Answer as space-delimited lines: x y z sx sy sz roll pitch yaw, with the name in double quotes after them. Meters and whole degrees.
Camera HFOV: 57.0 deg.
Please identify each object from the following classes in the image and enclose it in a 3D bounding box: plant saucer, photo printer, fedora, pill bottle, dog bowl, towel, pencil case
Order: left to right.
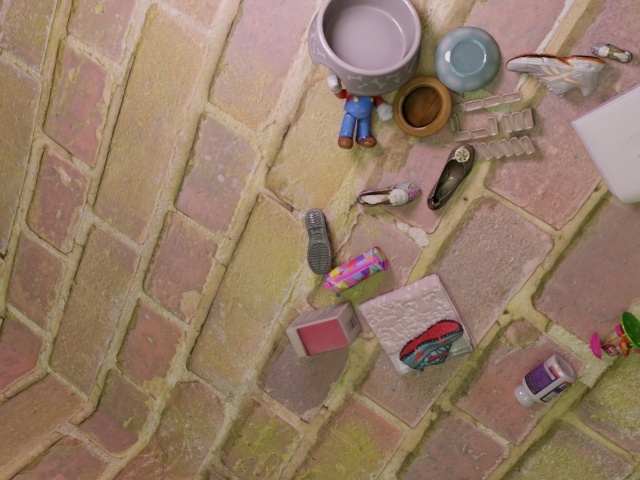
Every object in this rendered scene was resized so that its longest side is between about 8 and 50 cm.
0.127 0.110 2.114 0.236 0.104 0.104 -32 94 27 "pencil case"
0.138 -0.606 1.742 0.349 0.102 0.348 1 78 -4 "dog bowl"
0.347 0.311 2.125 0.332 0.053 0.316 -26 97 27 "towel"
0.324 -0.422 1.848 0.195 0.079 0.194 9 114 21 "fedora"
0.436 -0.539 1.744 0.195 0.037 0.194 1 96 6 "plant saucer"
0.753 0.480 1.984 0.108 0.108 0.193 43 119 3 "pill bottle"
0.896 -0.267 1.649 0.256 0.107 0.307 -29 96 28 "photo printer"

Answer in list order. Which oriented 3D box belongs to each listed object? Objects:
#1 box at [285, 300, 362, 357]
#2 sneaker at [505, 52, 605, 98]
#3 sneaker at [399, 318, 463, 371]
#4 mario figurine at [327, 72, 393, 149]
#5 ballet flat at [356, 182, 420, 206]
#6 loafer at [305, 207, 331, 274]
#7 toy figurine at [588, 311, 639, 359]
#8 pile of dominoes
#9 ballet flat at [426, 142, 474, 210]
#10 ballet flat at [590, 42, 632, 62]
0.014 0.336 2.218 0.233 0.148 0.126 -19 102 28 "box"
0.660 -0.468 1.684 0.263 0.099 0.120 11 117 20 "sneaker"
0.406 0.371 2.057 0.125 0.104 0.262 41 123 -17 "sneaker"
0.128 -0.445 1.863 0.170 0.198 0.320 17 119 30 "mario figurine"
0.224 -0.145 1.992 0.222 0.079 0.076 -4 106 24 "ballet flat"
0.000 0.000 2.137 0.095 0.087 0.250 1 105 13 "loafer"
0.941 0.326 1.867 0.173 0.130 0.159 32 135 -18 "toy figurine"
0.532 -0.348 1.825 0.251 0.040 0.195 -5 110 33 "pile of dominoes"
0.414 -0.199 1.899 0.084 0.058 0.249 36 122 12 "ballet flat"
0.807 -0.520 1.632 0.115 0.041 0.041 22 116 14 "ballet flat"
